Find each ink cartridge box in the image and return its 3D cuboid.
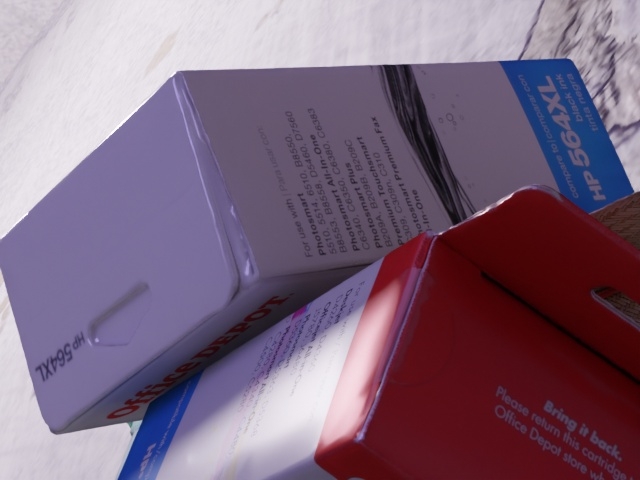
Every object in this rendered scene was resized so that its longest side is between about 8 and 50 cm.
[{"bbox_3d":[0.037,0.082,0.554,0.231,0.134,0.078,-34,28,52],"label":"ink cartridge box"},{"bbox_3d":[0.000,0.000,0.682,0.148,0.203,0.086,-37,67,44],"label":"ink cartridge box"}]

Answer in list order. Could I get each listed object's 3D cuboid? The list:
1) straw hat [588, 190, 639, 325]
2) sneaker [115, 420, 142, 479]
[{"bbox_3d":[0.113,0.026,0.566,0.144,0.144,0.061,-36,68,49],"label":"straw hat"},{"bbox_3d":[-0.080,0.110,0.869,0.151,0.094,0.256,-41,25,24],"label":"sneaker"}]
